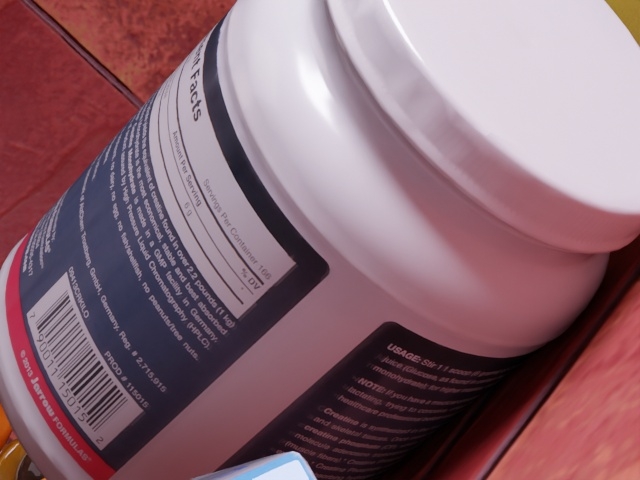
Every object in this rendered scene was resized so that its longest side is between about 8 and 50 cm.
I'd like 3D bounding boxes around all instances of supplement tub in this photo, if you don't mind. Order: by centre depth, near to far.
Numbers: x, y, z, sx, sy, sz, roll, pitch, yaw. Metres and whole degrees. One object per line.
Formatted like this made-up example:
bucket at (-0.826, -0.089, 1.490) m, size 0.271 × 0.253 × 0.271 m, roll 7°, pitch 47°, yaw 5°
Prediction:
supplement tub at (0.000, 0.000, 0.804) m, size 0.272 × 0.191 × 0.191 m, roll -43°, pitch 7°, yaw 33°

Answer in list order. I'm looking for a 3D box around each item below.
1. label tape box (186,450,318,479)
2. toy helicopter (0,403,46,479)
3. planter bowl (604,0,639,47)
label tape box at (-0.102, 0.150, 0.513) m, size 0.240 × 0.106 × 0.333 m, roll -22°, pitch -3°, yaw -18°
toy helicopter at (-0.201, 0.223, 1.294) m, size 0.235 × 0.140 × 0.355 m, roll -32°, pitch 24°, yaw 35°
planter bowl at (0.164, -0.119, 0.926) m, size 0.217 × 0.090 × 0.217 m, roll -46°, pitch 6°, yaw 6°
